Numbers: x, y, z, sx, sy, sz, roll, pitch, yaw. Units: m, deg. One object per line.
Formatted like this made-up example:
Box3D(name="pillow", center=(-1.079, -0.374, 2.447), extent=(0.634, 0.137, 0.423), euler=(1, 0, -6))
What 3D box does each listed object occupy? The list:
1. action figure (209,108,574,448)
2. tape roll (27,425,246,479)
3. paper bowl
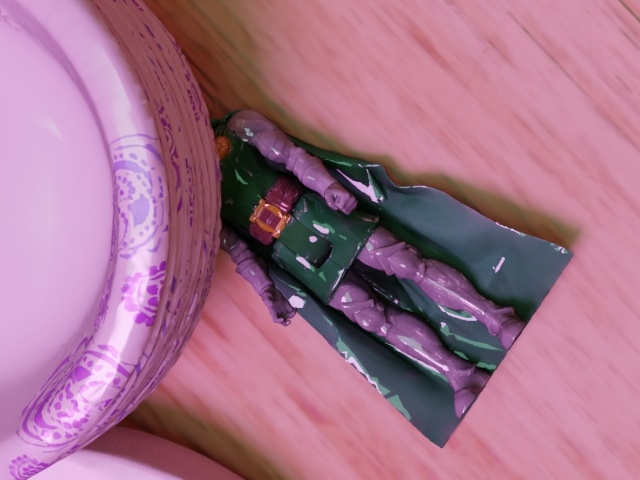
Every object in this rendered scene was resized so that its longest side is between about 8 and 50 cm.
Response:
Box3D(name="action figure", center=(0.000, 0.000, 0.760), extent=(0.232, 0.063, 0.137), euler=(34, 111, 10))
Box3D(name="tape roll", center=(-0.157, 0.297, 0.804), extent=(0.392, 0.072, 0.392), euler=(0, 96, 0))
Box3D(name="paper bowl", center=(-0.186, -0.020, 0.715), extent=(0.284, 0.148, 0.284), euler=(2, 96, 16))
